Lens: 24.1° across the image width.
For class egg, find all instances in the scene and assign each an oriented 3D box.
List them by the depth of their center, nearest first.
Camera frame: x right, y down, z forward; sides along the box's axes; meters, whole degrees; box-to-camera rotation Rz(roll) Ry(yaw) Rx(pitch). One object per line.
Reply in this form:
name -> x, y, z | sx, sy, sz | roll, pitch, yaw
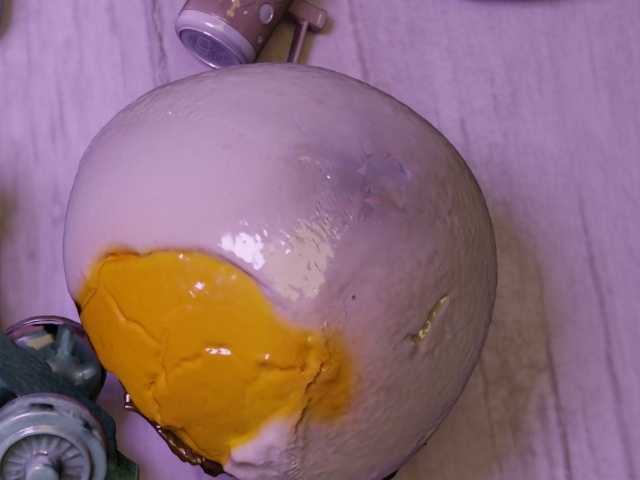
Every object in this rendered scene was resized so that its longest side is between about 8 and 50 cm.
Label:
egg -> 0.000, 0.000, 1.024 | 0.337, 0.201, 0.337 | 13, 62, -25

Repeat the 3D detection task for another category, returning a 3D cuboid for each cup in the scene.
cup -> -0.057, -0.180, 1.179 | 0.074, 0.102, 0.099 | 16, 68, 37

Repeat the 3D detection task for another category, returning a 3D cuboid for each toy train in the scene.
toy train -> -0.275, 0.121, 0.980 | 0.221, 0.150, 0.304 | -44, 113, 10

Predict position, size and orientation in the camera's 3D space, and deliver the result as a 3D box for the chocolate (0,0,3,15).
chocolate -> -0.387, -0.219, 1.107 | 0.303, 0.100, 0.185 | -7, 69, -22
